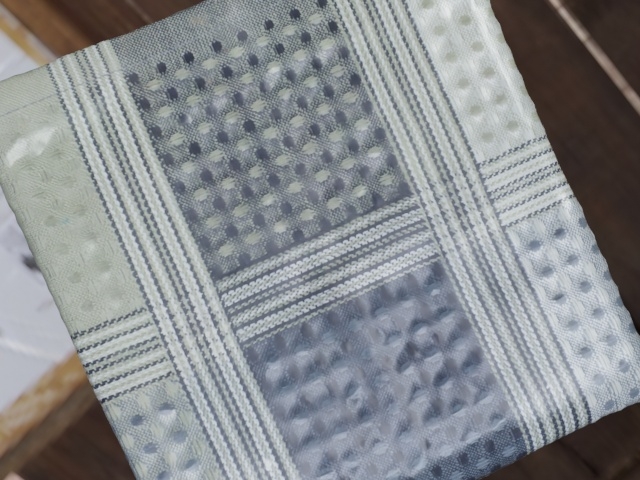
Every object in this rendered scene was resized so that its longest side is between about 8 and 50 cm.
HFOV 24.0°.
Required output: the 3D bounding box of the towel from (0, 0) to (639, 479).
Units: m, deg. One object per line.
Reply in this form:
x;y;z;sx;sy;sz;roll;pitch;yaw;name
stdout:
0.000;0.000;0.872;0.312;0.324;0.056;-23;-2;-11;towel
